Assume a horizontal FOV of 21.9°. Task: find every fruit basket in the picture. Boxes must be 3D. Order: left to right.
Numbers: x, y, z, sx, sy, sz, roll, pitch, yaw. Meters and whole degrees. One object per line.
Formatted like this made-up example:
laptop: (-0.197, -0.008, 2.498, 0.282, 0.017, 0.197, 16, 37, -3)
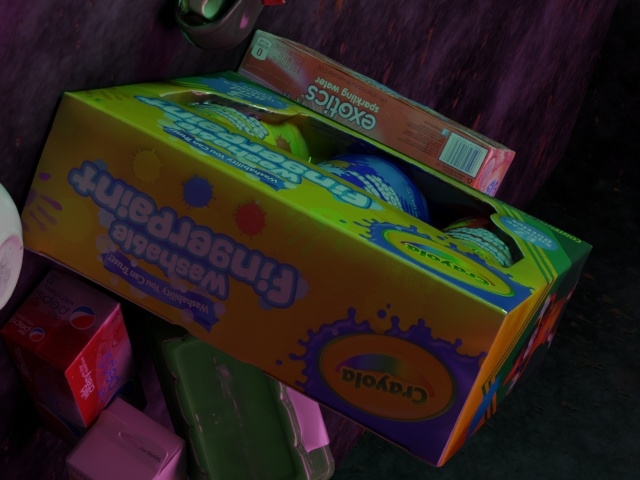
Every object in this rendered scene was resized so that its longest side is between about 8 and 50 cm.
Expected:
fruit basket: (-0.077, 0.153, 1.822, 0.353, 0.165, 0.327, -50, 124, -82)

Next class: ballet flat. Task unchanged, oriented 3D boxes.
ballet flat: (-0.058, -0.304, 1.540, 0.096, 0.095, 0.280, -4, 121, -64)

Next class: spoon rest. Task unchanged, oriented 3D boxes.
spoon rest: (-0.322, 0.077, 1.385, 0.137, 0.084, 0.276, 59, 47, -75)

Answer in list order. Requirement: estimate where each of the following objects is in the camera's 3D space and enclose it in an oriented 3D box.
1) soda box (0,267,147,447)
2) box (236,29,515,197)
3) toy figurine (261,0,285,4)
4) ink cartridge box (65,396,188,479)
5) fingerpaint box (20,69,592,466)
soda box: (-0.247, 0.133, 1.689, 0.092, 0.083, 0.263, -53, 163, -22)
box: (0.044, -0.099, 1.837, 0.154, 0.300, 0.142, -65, 165, 8)
toy figurine: (-0.076, -0.369, 1.190, 0.363, 0.191, 0.217, -65, 161, 5)
ink cartridge box: (-0.199, 0.239, 1.706, 0.090, 0.092, 0.143, -52, 162, -28)
fingerpaint box: (0.000, 0.000, 1.580, 0.163, 0.444, 0.371, -68, 164, 16)
